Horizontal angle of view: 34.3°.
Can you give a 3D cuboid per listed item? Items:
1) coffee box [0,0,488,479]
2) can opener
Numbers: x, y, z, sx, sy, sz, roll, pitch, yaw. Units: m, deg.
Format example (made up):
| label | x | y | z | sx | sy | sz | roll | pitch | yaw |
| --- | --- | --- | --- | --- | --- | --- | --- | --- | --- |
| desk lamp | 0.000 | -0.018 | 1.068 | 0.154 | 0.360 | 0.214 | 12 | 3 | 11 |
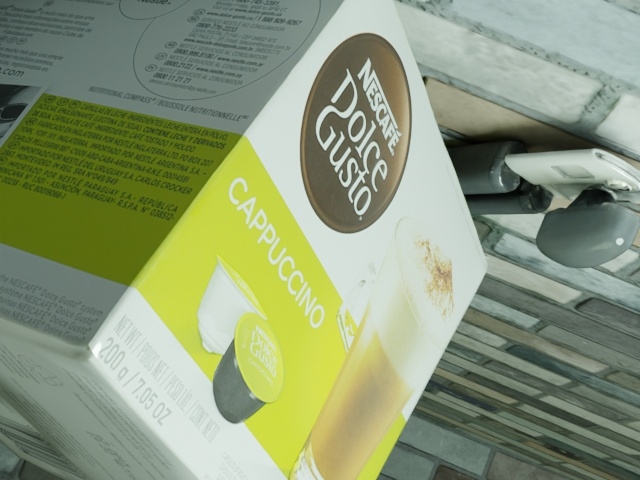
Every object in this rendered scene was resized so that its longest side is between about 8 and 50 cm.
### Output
| label | x | y | z | sx | sy | sz | roll | pitch | yaw |
| --- | --- | --- | --- | --- | --- | --- | --- | --- | --- |
| coffee box | -0.115 | 0.004 | 0.808 | 0.338 | 0.334 | 0.338 | 14 | 148 | 34 |
| can opener | 0.153 | -0.032 | 0.872 | 0.076 | 0.095 | 0.283 | 31 | 164 | -28 |
